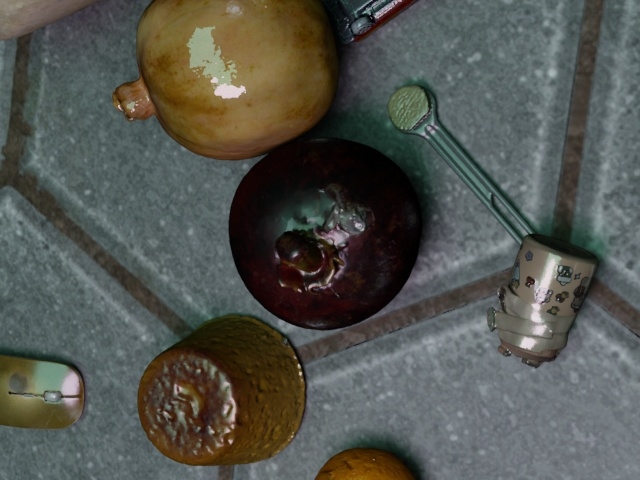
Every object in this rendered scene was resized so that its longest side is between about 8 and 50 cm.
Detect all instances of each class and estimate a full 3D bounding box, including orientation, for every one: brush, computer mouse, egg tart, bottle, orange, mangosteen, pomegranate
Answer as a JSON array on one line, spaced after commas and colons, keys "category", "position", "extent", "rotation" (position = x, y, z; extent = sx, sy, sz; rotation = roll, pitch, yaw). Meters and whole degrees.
[{"category": "brush", "position": [0.176, -0.085, 1.414], "extent": [0.062, 0.027, 0.266], "rotation": [-45, 76, 18]}, {"category": "computer mouse", "position": [-0.428, 0.214, 1.675], "extent": [0.199, 0.045, 0.102], "rotation": [5, 96, 24]}, {"category": "egg tart", "position": [-0.132, 0.197, 1.493], "extent": [0.203, 0.147, 0.202], "rotation": [0, 90, 21]}, {"category": "bottle", "position": [0.252, 0.075, 1.354], "extent": [0.099, 0.099, 0.152], "rotation": [24, 105, 21]}, {"category": "orange", "position": [0.054, 0.318, 1.435], "extent": [0.136, 0.117, 0.135], "rotation": [0, 93, 8]}, {"category": "mangosteen", "position": [0.000, 0.000, 1.365], "extent": [0.236, 0.261, 0.235], "rotation": [3, 105, 12]}, {"category": "pomegranate", "position": [-0.117, -0.207, 1.406], "extent": [0.270, 0.252, 0.229], "rotation": [-19, 93, -14]}]

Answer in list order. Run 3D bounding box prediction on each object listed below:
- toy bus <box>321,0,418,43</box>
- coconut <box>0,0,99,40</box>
[{"category": "toy bus", "position": [0.086, -0.311, 1.417], "extent": [0.174, 0.077, 0.079], "rotation": [-33, 79, 20]}, {"category": "coconut", "position": [-0.398, -0.461, 1.488], "extent": [0.345, 0.415, 0.415], "rotation": [16, 98, 32]}]
